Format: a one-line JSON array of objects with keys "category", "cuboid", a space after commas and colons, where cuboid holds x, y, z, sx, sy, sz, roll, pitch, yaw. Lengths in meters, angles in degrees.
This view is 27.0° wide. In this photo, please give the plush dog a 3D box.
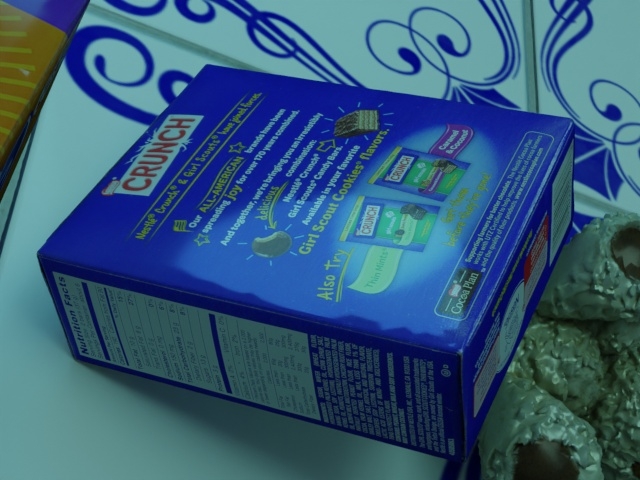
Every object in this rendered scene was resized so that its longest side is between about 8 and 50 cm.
[{"category": "plush dog", "cuboid": [0.223, 0.130, 1.113, 0.225, 0.210, 0.262, 33, 73, -24]}]

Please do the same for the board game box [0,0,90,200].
[{"category": "board game box", "cuboid": [-0.383, 0.004, 0.691, 0.356, 0.356, 0.356, 26, 47, -11]}]

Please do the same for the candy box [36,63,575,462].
[{"category": "candy box", "cuboid": [0.000, 0.000, 0.992, 0.317, 0.122, 0.268, 13, 43, 21]}]
